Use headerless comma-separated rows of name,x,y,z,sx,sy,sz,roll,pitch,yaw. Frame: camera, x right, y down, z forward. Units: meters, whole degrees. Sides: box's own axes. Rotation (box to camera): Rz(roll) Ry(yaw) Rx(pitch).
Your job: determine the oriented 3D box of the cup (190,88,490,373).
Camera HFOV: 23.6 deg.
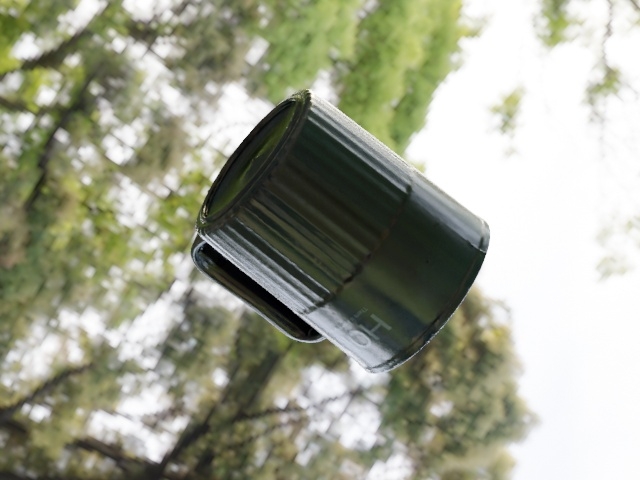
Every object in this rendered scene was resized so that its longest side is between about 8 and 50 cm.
cup,0.011,-0.015,1.919,0.242,0.292,0.308,-56,-163,-12
